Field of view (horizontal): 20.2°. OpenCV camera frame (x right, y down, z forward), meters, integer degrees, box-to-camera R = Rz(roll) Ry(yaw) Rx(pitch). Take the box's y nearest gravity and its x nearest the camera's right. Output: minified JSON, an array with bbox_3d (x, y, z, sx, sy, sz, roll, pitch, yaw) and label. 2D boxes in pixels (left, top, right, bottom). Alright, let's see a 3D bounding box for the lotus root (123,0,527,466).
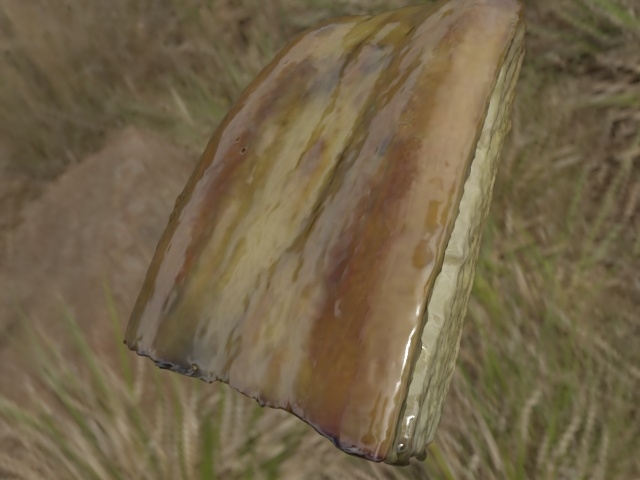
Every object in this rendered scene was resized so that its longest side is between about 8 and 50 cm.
[{"bbox_3d":[0.003,-0.002,0.518,0.095,0.159,0.135,18,78,2],"label":"lotus root"}]
